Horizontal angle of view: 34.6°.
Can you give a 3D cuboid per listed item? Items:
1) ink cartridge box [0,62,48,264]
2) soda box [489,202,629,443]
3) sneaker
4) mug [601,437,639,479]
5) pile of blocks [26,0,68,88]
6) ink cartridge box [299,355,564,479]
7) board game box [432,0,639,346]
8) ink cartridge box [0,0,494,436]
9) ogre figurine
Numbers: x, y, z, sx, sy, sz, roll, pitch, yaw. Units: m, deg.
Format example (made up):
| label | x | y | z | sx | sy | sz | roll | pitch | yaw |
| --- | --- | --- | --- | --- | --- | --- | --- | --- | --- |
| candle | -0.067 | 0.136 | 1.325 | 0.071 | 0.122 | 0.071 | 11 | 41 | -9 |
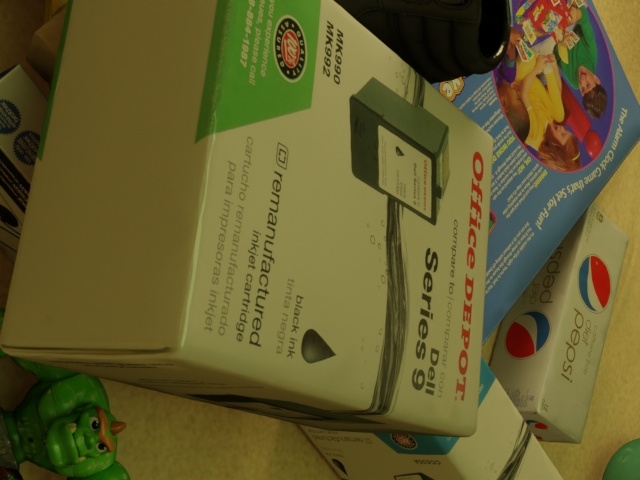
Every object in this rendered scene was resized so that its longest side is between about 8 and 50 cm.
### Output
| label | x | y | z | sx | sy | sz | roll | pitch | yaw |
| --- | --- | --- | --- | --- | --- | --- | --- | --- | --- |
| ink cartridge box | -0.150 | -0.001 | 0.621 | 0.207 | 0.097 | 0.046 | 54 | 54 | -22 |
| soda box | 0.219 | 0.074 | 0.952 | 0.074 | 0.069 | 0.216 | 36 | 63 | -33 |
| sneaker | 0.017 | -0.189 | 0.618 | 0.296 | 0.147 | 0.104 | 38 | 56 | -46 |
| mug | 0.344 | 0.267 | 1.016 | 0.158 | 0.097 | 0.129 | 47 | 57 | -27 |
| pile of blocks | -0.157 | -0.249 | 0.654 | 0.149 | 0.112 | 0.362 | 11 | 72 | -20 |
| ink cartridge box | 0.088 | 0.165 | 0.777 | 0.082 | 0.139 | 0.191 | -50 | 116 | -35 |
| board game box | 0.147 | -0.103 | 0.906 | 0.347 | 0.078 | 0.233 | -44 | 113 | -36 |
| ink cartridge box | -0.015 | -0.010 | 0.588 | 0.289 | 0.121 | 0.211 | 26 | 66 | -52 |
| ogre figurine | -0.176 | 0.113 | 0.592 | 0.118 | 0.097 | 0.197 | -17 | 80 | -23 |
